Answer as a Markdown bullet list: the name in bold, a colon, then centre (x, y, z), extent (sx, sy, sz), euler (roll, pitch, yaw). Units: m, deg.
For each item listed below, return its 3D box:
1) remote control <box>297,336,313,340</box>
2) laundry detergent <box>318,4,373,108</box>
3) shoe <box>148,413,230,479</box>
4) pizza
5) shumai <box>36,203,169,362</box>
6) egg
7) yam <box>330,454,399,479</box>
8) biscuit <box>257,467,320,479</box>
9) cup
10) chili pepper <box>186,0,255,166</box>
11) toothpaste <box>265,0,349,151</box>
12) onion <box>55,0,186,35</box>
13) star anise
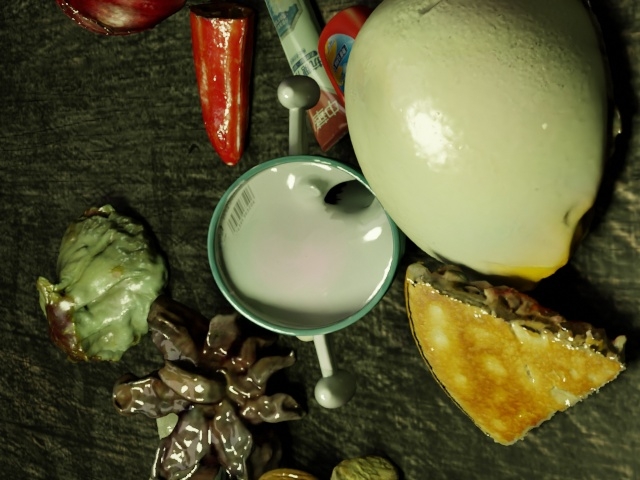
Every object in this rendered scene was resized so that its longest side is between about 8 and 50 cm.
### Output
- **remote control**: centre (-0.015, 0.037, 1.901), extent (0.074, 0.032, 0.122), euler (43, 131, 47)
- **laundry detergent**: centre (0.051, -0.127, 1.740), extent (0.165, 0.049, 0.097), euler (65, 152, 23)
- **shoe**: centre (-0.122, 0.232, 2.085), extent (0.099, 0.125, 0.227), euler (9, 80, 23)
- **pizza**: centre (0.171, 0.092, 1.562), extent (0.193, 0.053, 0.201), euler (5, 135, 32)
- **shumai**: centre (-0.274, 0.055, 2.225), extent (0.184, 0.142, 0.184), euler (21, 116, 52)
- **egg**: centre (0.101, -0.093, 1.549), extent (0.264, 0.174, 0.286), euler (53, 142, 44)
- **yam**: centre (0.012, 0.332, 1.899), extent (0.066, 0.066, 0.299), euler (52, 139, 39)
- **biscuit**: centre (-0.051, 0.289, 1.936), extent (0.205, 0.138, 0.031), euler (-55, 12, 48)
- **cup**: centre (0.000, 0.000, 1.722), extent (0.173, 0.167, 0.299), euler (-14, -83, -79)
- **chili pepper**: centre (-0.096, -0.157, 1.968), extent (0.088, 0.065, 0.169), euler (-133, 38, -66)
- **toothpaste**: centre (-0.020, -0.201, 1.852), extent (0.062, 0.039, 0.239), euler (-40, 65, 47)
- **onion**: centre (-0.217, -0.336, 1.968), extent (0.252, 0.219, 0.252), euler (-6, 82, 57)
- **star anise**: centre (-0.125, 0.167, 1.980), extent (0.220, 0.099, 0.214), euler (16, 86, 23)
